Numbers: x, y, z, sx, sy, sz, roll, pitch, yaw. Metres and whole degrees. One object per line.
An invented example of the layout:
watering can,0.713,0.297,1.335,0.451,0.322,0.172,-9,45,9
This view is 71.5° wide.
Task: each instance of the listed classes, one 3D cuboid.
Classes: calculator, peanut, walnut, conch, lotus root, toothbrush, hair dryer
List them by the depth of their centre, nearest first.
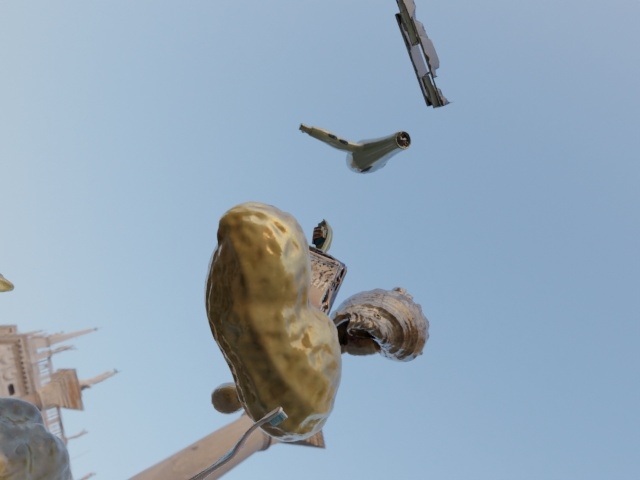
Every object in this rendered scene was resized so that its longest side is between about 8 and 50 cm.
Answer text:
toothbrush,-0.101,0.227,0.475,0.162,0.014,0.017,-38,-82,8
peanut,-0.057,0.103,0.550,0.147,0.147,0.305,-11,-76,37
walnut,-0.587,0.396,0.738,0.282,0.277,0.253,-7,-109,4
calculator,-0.060,0.104,0.809,0.166,0.274,0.028,24,-43,3
lotus root,-0.207,0.355,0.998,0.073,0.062,0.150,49,-45,-9
conch,0.143,0.239,1.310,0.297,0.352,0.209,-27,-137,28
hair dryer,0.128,-0.295,1.350,0.296,0.298,0.118,2,-105,46

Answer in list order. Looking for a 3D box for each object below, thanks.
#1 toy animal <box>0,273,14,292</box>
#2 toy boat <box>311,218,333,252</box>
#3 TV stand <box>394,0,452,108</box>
toy animal,-0.701,0.103,0.761,0.359,0.226,0.188,6,-111,41
toy boat,0.000,0.000,1.514,0.065,0.066,0.172,-37,-146,43
TV stand,0.185,-0.369,0.832,0.042,0.036,0.249,-2,-66,62
